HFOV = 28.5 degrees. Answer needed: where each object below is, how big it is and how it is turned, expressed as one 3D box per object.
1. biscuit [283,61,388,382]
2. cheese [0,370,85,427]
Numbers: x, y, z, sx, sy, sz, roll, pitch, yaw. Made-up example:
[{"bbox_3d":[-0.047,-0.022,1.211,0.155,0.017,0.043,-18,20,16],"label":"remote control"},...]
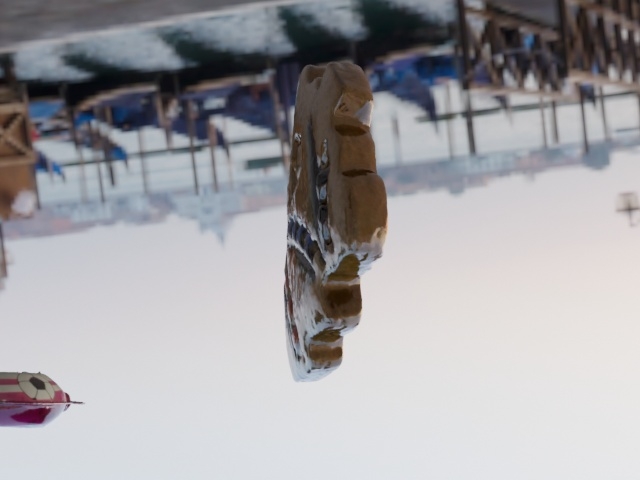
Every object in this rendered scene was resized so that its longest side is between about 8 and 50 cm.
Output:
[{"bbox_3d":[-0.001,0.000,1.056,0.043,0.301,0.278,2,-153,-12],"label":"biscuit"},{"bbox_3d":[-0.375,0.169,1.344,0.244,0.062,0.155,4,173,-22],"label":"cheese"}]
